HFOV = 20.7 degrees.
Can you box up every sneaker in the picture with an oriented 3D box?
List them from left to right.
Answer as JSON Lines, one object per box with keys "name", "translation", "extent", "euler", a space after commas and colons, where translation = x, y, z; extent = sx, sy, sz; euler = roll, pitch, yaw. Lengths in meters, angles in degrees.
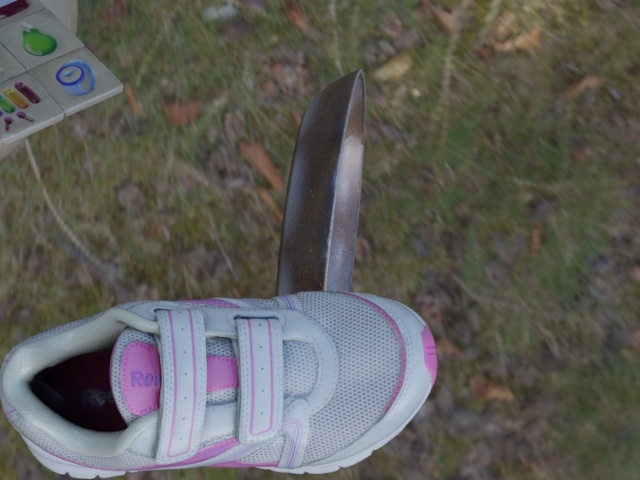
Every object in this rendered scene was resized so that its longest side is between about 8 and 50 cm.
{"name": "sneaker", "translation": [-0.063, 0.081, 0.952], "extent": [0.252, 0.111, 0.103], "euler": [-11, 78, 12]}

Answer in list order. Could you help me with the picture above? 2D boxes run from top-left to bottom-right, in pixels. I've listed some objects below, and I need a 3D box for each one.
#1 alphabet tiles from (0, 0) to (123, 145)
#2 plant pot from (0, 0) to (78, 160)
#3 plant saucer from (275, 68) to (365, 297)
{"name": "alphabet tiles", "translation": [-0.263, -0.097, 0.977], "extent": [0.237, 0.198, 0.009], "euler": [-28, 147, -28]}
{"name": "plant pot", "translation": [-0.282, -0.149, 1.210], "extent": [0.284, 0.191, 0.284], "euler": [-3, 78, 15]}
{"name": "plant saucer", "translation": [0.000, 0.000, 1.560], "extent": [0.050, 0.310, 0.311], "euler": [7, 110, 5]}
